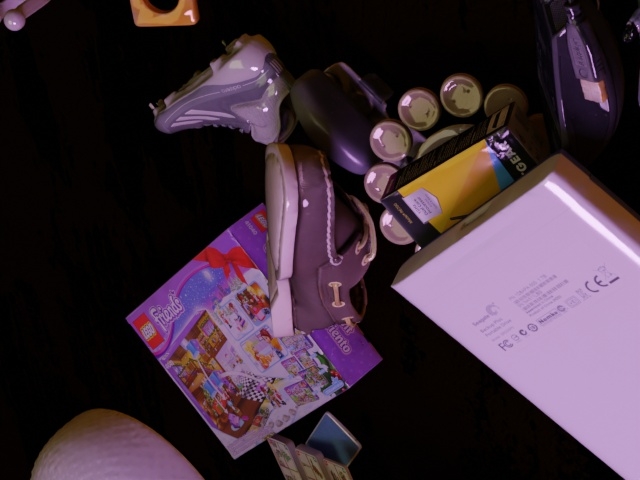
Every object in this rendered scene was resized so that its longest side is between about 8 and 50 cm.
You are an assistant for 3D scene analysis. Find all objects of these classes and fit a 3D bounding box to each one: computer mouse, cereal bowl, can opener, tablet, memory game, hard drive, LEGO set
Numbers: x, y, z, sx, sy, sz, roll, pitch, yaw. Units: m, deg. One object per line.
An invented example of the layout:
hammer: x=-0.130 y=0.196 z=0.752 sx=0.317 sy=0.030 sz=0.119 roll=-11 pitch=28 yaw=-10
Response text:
computer mouse: x=0.198 y=-0.139 z=1.433 sx=0.184 sy=0.060 sz=0.262 roll=-102 pitch=0 yaw=-54
cereal bowl: x=-0.248 y=0.384 z=2.448 sx=0.339 sy=0.141 sz=0.339 roll=31 pitch=139 yaw=30
can opener: x=0.085 y=-0.043 z=1.705 sx=0.280 sy=0.093 sz=0.074 roll=43 pitch=145 yaw=6
tablet: x=0.014 y=0.219 z=2.099 sx=0.054 sy=0.006 sz=0.083 roll=45 pitch=147 yaw=11
memory game: x=0.125 y=-0.051 z=1.634 sx=0.186 sy=0.012 sz=0.186 roll=7 pitch=114 yaw=16
hard drive: x=0.239 y=0.083 z=1.556 sx=0.319 sy=0.040 sz=0.210 roll=39 pitch=138 yaw=-12
LEGO set: x=0.045 y=0.322 z=2.142 sx=0.182 sy=0.060 sz=0.244 roll=11 pitch=128 yaw=61

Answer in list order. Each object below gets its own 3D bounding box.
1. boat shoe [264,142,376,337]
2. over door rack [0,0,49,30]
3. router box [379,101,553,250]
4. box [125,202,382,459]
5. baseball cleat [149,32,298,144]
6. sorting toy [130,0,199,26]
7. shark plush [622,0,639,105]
boat shoe: x=0.000 y=0.000 z=1.766 sx=0.324 sy=0.097 sz=0.116 roll=92 pitch=174 yaw=-65
over door rack: x=-0.291 y=-0.333 z=1.873 sx=0.324 sy=0.108 sz=0.239 roll=-5 pitch=117 yaw=52
router box: x=0.156 y=-0.009 z=1.593 sx=0.133 sy=0.046 sz=0.179 roll=-31 pitch=111 yaw=31
box: x=-0.076 y=0.102 z=2.053 sx=0.201 sy=0.057 sz=0.293 roll=52 pitch=147 yaw=0
baseball cleat: x=-0.088 y=-0.121 z=1.853 sx=0.109 sy=0.072 sz=0.206 roll=49 pitch=151 yaw=-6
sorting toy: x=-0.177 y=-0.344 z=1.712 sx=0.196 sy=0.047 sz=0.347 roll=-12 pitch=112 yaw=25
shark plush: x=0.235 y=-0.169 z=1.418 sx=0.073 sy=0.067 sz=0.161 roll=38 pitch=144 yaw=21
